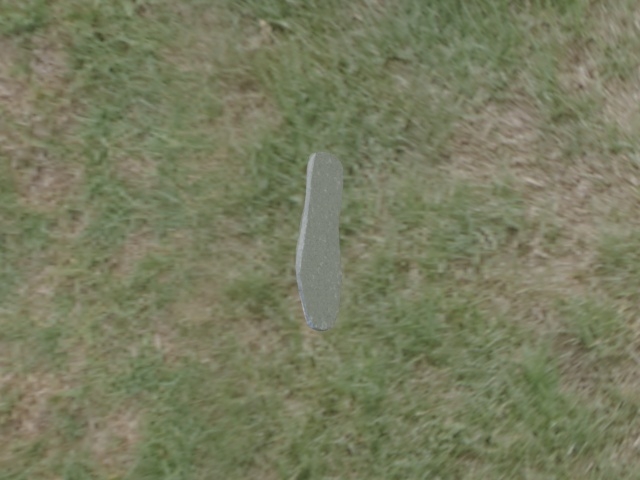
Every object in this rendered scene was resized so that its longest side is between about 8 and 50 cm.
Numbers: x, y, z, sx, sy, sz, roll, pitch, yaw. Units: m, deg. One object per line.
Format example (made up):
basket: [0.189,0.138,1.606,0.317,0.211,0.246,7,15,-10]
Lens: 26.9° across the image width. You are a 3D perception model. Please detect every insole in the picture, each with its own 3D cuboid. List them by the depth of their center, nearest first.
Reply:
insole: [0.000,0.000,1.413,0.010,0.063,0.192,-11,73,49]
